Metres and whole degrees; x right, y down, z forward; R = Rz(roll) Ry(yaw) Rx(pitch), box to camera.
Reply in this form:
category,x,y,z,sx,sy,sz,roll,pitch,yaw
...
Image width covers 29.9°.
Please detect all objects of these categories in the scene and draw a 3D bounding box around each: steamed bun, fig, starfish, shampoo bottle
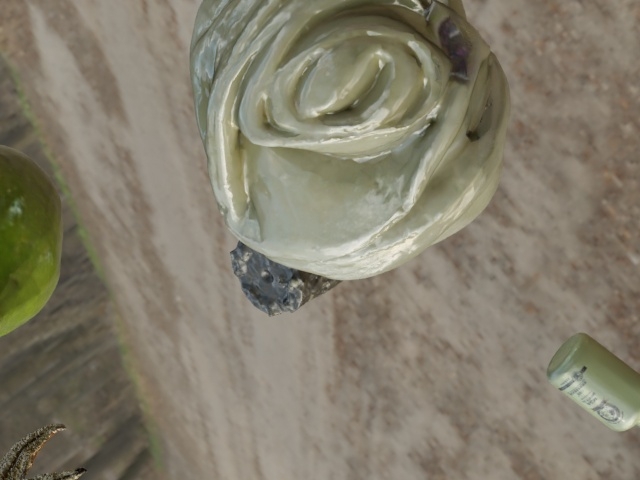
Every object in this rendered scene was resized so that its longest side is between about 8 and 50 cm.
category,x,y,z,sx,sy,sz,roll,pitch,yaw
steamed bun,0.037,-0.153,1.238,0.255,0.342,0.367,167,81,-78
fig,-0.398,0.001,1.334,0.233,0.233,0.314,54,177,-6
starfish,-0.408,0.322,1.523,0.240,0.227,0.043,51,170,34
shampoo bottle,0.370,0.192,1.520,0.162,0.079,0.079,38,167,-1

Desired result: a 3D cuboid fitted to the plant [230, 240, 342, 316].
category,x,y,z,sx,sy,sz,roll,pitch,yaw
plant,-0.001,-0.001,1.789,0.149,0.274,0.146,3,113,42
